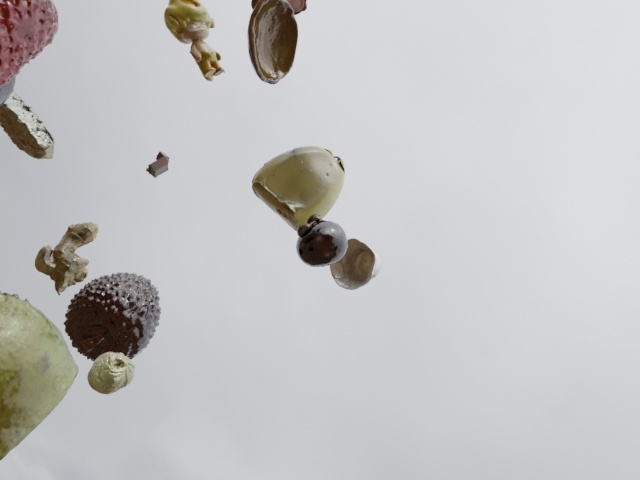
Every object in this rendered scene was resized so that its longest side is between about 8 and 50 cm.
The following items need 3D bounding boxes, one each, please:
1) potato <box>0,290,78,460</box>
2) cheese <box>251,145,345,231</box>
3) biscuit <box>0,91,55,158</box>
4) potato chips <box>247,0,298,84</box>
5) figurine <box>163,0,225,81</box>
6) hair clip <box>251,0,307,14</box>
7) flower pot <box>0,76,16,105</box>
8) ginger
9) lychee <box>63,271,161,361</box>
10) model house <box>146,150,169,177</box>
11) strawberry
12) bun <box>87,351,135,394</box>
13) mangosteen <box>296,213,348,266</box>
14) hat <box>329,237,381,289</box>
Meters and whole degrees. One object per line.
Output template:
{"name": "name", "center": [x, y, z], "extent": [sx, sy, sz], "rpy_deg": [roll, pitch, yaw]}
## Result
{"name": "potato", "center": [-0.621, 0.231, 0.775], "extent": [0.329, 0.213, 0.280], "rpy_deg": [-18, -61, -5]}
{"name": "cheese", "center": [-0.052, -0.195, 1.563], "extent": [0.259, 0.316, 0.128], "rpy_deg": [43, -25, 2]}
{"name": "biscuit", "center": [-0.986, -0.378, 1.586], "extent": [0.281, 0.084, 0.179], "rpy_deg": [50, -40, -3]}
{"name": "potato chips", "center": [-0.132, -0.510, 1.217], "extent": [0.061, 0.195, 0.208], "rpy_deg": [20, -32, 31]}
{"name": "figurine", "center": [-0.345, -0.567, 1.312], "extent": [0.131, 0.156, 0.247], "rpy_deg": [-22, -89, 40]}
{"name": "hair clip", "center": [-0.116, -0.684, 1.343], "extent": [0.102, 0.138, 0.123], "rpy_deg": [56, -27, 33]}
{"name": "flower pot", "center": [-0.841, -0.384, 1.039], "extent": [0.378, 0.251, 0.380], "rpy_deg": [5, -75, 18]}
{"name": "ginger", "center": [-0.663, 0.041, 1.288], "extent": [0.133, 0.214, 0.059], "rpy_deg": [40, -42, -5]}
{"name": "lychee", "center": [-0.696, 0.258, 1.627], "extent": [0.305, 0.330, 0.306], "rpy_deg": [2, -65, 5]}
{"name": "model house", "center": [-0.517, -0.250, 1.539], "extent": [0.057, 0.083, 0.058], "rpy_deg": [39, -34, 15]}
{"name": "strawberry", "center": [-0.611, -0.391, 0.887], "extent": [0.205, 0.245, 0.205], "rpy_deg": [5, -18, 2]}
{"name": "bun", "center": [-0.539, 0.337, 1.238], "extent": [0.115, 0.115, 0.069], "rpy_deg": [35, -54, 12]}
{"name": "mangosteen", "center": [0.000, 0.000, 1.319], "extent": [0.152, 0.152, 0.153], "rpy_deg": [19, -52, 26]}
{"name": "hat", "center": [0.146, 0.089, 1.789], "extent": [0.203, 0.126, 0.203], "rpy_deg": [-2, -93, 35]}
